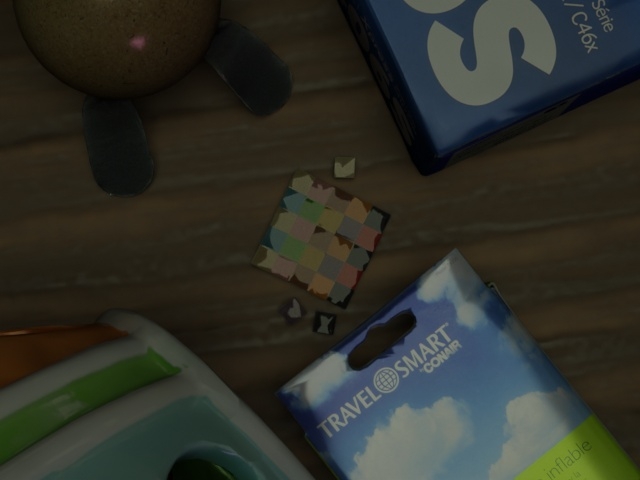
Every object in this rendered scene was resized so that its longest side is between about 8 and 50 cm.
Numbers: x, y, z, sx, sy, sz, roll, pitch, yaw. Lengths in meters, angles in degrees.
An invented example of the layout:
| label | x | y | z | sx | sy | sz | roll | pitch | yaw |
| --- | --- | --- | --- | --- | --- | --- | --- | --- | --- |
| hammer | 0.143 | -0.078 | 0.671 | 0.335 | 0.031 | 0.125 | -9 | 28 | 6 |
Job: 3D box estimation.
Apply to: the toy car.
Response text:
| label | x | y | z | sx | sy | sz | roll | pitch | yaw |
| --- | --- | --- | --- | --- | --- | --- | --- | --- | --- |
| toy car | -0.094 | -0.117 | 0.523 | 0.155 | 0.149 | 0.188 | -30 | 117 | 1 |

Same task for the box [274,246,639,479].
| label | x | y | z | sx | sy | sz | roll | pitch | yaw |
| --- | --- | --- | --- | --- | --- | --- | --- | --- | --- |
| box | 0.075 | 0.104 | 0.535 | 0.109 | 0.042 | 0.178 | -39 | 88 | -3 |

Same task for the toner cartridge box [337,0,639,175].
| label | x | y | z | sx | sy | sz | roll | pitch | yaw |
| --- | --- | --- | --- | --- | --- | --- | --- | --- | --- |
| toner cartridge box | 0.048 | -0.221 | 0.535 | 0.165 | 0.075 | 0.348 | -25 | 88 | -3 |

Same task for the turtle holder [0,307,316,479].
| label | x | y | z | sx | sy | sz | roll | pitch | yaw |
| --- | --- | --- | --- | --- | --- | --- | --- | --- | --- |
| turtle holder | -0.084 | 0.172 | 0.435 | 0.320 | 0.243 | 0.227 | 41 | 70 | 10 |

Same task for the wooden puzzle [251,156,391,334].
| label | x | y | z | sx | sy | sz | roll | pitch | yaw |
| --- | --- | --- | --- | --- | --- | --- | --- | --- | --- |
| wooden puzzle | 0.000 | 0.000 | 0.557 | 0.049 | 0.006 | 0.083 | 26 | 87 | 1 |
